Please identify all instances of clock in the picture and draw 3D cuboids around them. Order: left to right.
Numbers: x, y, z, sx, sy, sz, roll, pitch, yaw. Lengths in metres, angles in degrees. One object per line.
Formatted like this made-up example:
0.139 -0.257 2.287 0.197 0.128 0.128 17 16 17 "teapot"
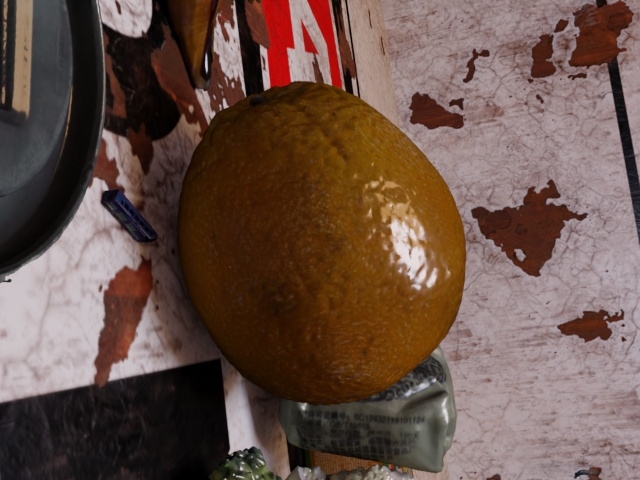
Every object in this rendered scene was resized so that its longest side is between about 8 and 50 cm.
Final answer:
-0.226 -0.128 0.420 0.312 0.061 0.313 -1 90 -78 "clock"

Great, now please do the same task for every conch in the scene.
-0.147 -0.309 0.875 0.086 0.080 0.233 -10 91 -67 "conch"

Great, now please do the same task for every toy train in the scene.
-0.181 -0.019 0.692 0.083 0.017 0.017 61 27 -52 "toy train"

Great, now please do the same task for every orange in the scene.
0.000 0.000 0.815 0.357 0.321 0.322 66 18 -14 "orange"

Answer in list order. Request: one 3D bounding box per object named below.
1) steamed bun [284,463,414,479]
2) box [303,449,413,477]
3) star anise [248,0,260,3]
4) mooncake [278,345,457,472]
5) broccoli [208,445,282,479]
0.012 0.374 0.852 0.171 0.199 0.225 61 21 -20 "steamed bun"
0.073 0.393 1.153 0.177 0.148 0.195 17 65 -72 "box"
-0.119 -0.510 1.093 0.288 0.088 0.289 -12 90 -89 "star anise"
0.062 0.198 0.995 0.250 0.254 0.136 -77 173 -75 "mooncake"
0.013 0.319 0.692 0.145 0.303 0.165 -51 151 -44 "broccoli"
